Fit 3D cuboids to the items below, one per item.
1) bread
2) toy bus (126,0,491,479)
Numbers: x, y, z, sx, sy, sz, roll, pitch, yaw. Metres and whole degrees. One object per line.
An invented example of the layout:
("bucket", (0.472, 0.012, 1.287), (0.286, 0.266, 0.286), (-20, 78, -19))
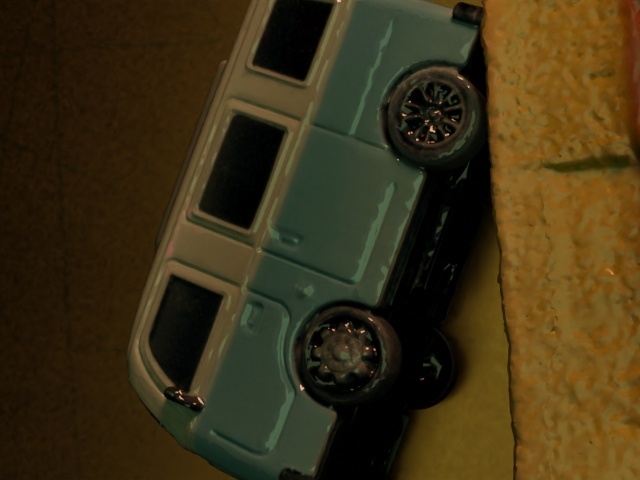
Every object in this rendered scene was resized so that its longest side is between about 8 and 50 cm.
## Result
("bread", (0.183, 0.002, 0.770), (0.167, 0.163, 0.264), (-5, 85, 21))
("toy bus", (0.000, 0.000, 0.841), (0.164, 0.133, 0.271), (21, 91, 22))
